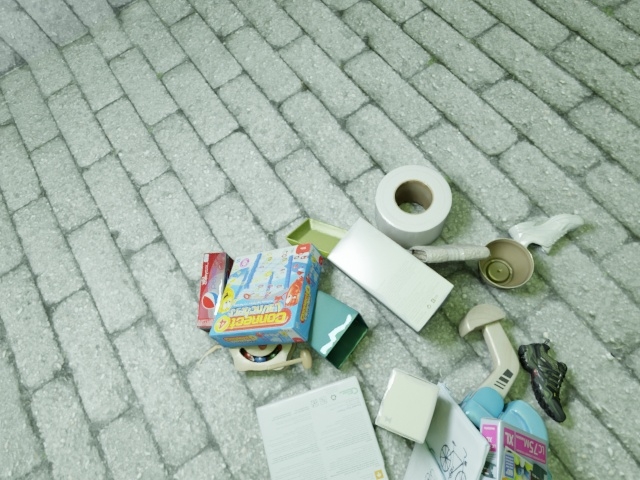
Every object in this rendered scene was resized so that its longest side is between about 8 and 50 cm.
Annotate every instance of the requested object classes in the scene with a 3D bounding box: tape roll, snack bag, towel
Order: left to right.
[{"bbox_3d":[0.309,-0.110,1.437,0.246,0.169,0.246,-2,68,6],"label":"tape roll"},{"bbox_3d":[0.289,0.562,1.039,0.037,0.323,0.343,18,94,-4],"label":"snack bag"},{"bbox_3d":[0.386,0.036,1.313,0.187,0.282,0.049,-5,91,0],"label":"towel"}]

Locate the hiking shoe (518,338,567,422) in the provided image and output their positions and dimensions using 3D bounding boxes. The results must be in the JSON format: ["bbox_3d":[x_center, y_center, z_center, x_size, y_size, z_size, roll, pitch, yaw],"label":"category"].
[{"bbox_3d":[0.670,0.401,1.226,0.114,0.086,0.227,-17,66,5],"label":"hiking shoe"}]

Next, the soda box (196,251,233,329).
[{"bbox_3d":[-0.359,0.177,1.455,0.083,0.092,0.263,-2,68,6],"label":"soda box"}]

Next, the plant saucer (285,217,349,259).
[{"bbox_3d":[0.000,0.000,1.459,0.188,0.045,0.188,18,31,18],"label":"plant saucer"}]

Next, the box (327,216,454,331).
[{"bbox_3d":[0.219,0.115,1.324,0.345,0.215,0.168,38,87,19],"label":"box"}]

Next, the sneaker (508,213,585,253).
[{"bbox_3d":[0.750,-0.015,1.392,0.232,0.090,0.115,-14,73,12],"label":"sneaker"}]

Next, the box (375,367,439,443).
[{"bbox_3d":[0.225,0.450,1.146,0.121,0.311,0.148,19,72,14],"label":"box"}]

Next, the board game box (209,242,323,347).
[{"bbox_3d":[-0.165,0.172,1.335,0.308,0.086,0.302,-12,46,26],"label":"board game box"}]

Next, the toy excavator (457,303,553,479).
[{"bbox_3d":[0.489,0.460,1.186,0.445,0.222,0.433,-39,70,-22],"label":"toy excavator"}]

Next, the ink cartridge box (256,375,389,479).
[{"bbox_3d":[0.005,0.610,1.247,0.324,0.071,0.330,-18,70,0],"label":"ink cartridge box"}]

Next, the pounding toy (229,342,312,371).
[{"bbox_3d":[-0.161,0.330,1.332,0.269,0.155,0.154,-5,72,6],"label":"pounding toy"}]

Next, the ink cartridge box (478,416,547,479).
[{"bbox_3d":[0.414,0.569,0.911,0.186,0.065,0.311,30,61,-24],"label":"ink cartridge box"}]

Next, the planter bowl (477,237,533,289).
[{"bbox_3d":[0.578,0.088,1.352,0.162,0.109,0.162,-3,67,7],"label":"planter bowl"}]

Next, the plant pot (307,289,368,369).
[{"bbox_3d":[0.000,0.256,1.343,0.234,0.166,0.165,32,76,30],"label":"plant pot"}]
